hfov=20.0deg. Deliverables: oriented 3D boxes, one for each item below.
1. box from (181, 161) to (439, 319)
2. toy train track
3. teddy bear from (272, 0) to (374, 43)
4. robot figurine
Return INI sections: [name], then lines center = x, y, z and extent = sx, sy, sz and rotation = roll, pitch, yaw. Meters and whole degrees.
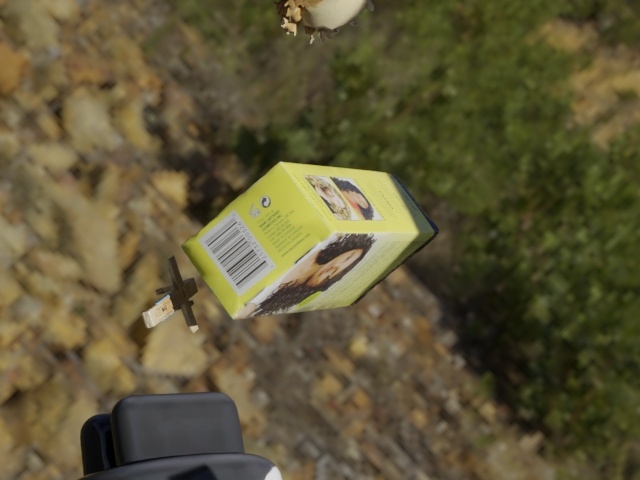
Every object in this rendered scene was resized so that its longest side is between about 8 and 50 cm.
[box]
center = 0.000, 0.000, 1.153
extent = 0.058, 0.087, 0.232
rotation = 53, 16, 11
[toy train track]
center = -0.093, 0.038, 1.083
extent = 0.083, 0.014, 0.048
rotation = -42, 115, -71
[teddy bear]
center = -0.033, -0.282, 1.242
extent = 0.338, 0.245, 0.113
rotation = 27, 35, -28
[robot figurine]
center = -0.103, 0.252, 1.298
extent = 0.209, 0.174, 0.278
rotation = 57, 23, -74
